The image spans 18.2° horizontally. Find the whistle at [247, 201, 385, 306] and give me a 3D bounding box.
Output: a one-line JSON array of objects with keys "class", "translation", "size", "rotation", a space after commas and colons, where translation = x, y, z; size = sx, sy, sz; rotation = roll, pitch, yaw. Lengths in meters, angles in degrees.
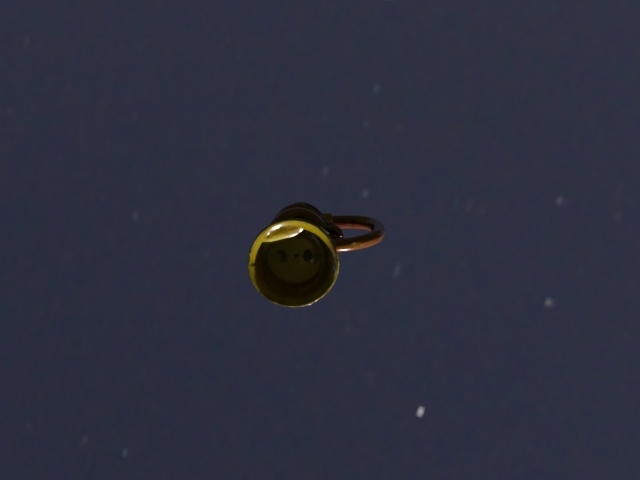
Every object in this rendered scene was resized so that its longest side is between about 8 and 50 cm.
[{"class": "whistle", "translation": [-0.002, -0.004, 1.047], "size": [0.046, 0.057, 0.109], "rotation": [57, -166, -8]}]
